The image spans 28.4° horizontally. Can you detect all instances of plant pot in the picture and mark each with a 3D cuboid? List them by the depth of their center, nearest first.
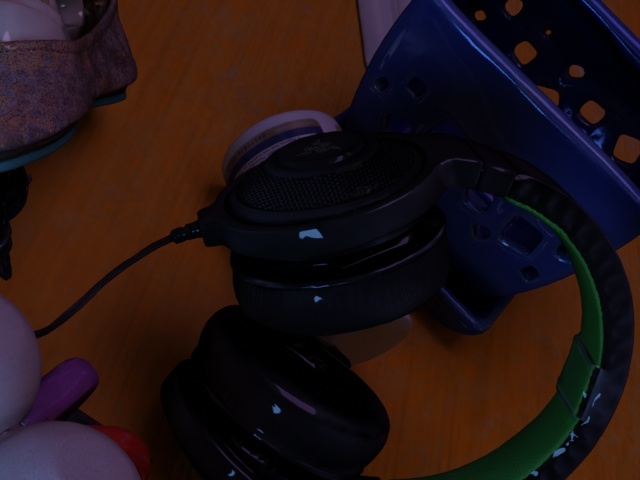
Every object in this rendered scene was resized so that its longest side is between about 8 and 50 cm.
[{"bbox_3d":[0.140,-0.077,1.006,0.236,0.212,0.236,47,34,1],"label":"plant pot"}]

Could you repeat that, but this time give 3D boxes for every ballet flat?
[{"bbox_3d":[-0.178,-0.114,0.734,0.108,0.106,0.316,-2,14,1],"label":"ballet flat"}]

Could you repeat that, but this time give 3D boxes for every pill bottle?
[{"bbox_3d":[0.000,0.000,0.888,0.094,0.094,0.169,5,51,-43],"label":"pill bottle"}]

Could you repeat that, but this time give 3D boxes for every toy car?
[{"bbox_3d":[-0.145,0.103,0.579,0.182,0.159,0.136,51,33,9],"label":"toy car"}]

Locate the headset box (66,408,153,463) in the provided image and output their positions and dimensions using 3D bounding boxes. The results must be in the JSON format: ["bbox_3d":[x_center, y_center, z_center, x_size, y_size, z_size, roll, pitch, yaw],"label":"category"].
[{"bbox_3d":[-0.139,0.123,0.676,0.083,0.032,0.062,38,36,-13],"label":"headset box"}]

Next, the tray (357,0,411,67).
[{"bbox_3d":[0.099,-0.238,1.287,0.145,0.030,0.270,23,40,-27],"label":"tray"}]

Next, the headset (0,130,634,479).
[{"bbox_3d":[-0.017,0.036,0.747,0.394,0.243,0.185,12,19,-15],"label":"headset"}]
